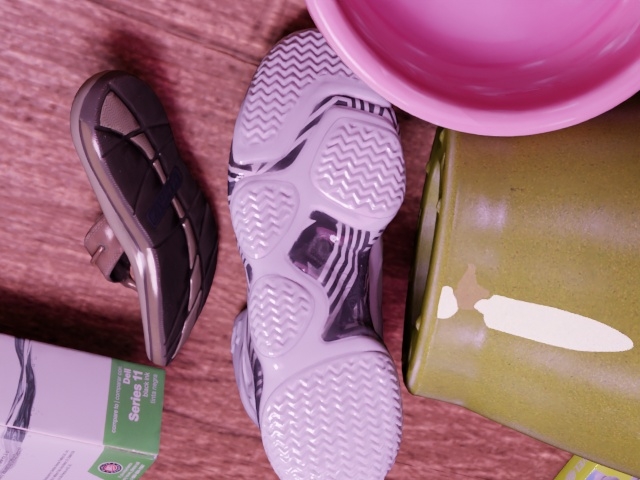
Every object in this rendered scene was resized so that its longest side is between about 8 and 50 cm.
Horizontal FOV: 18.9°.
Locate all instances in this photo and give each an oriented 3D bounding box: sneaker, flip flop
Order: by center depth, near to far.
[{"bbox_3d":[-0.153,-0.018,1.538,0.080,0.112,0.277,6,136,26],"label":"flip flop"},{"bbox_3d":[-0.013,0.020,1.556,0.137,0.210,0.365,-3,88,-9],"label":"sneaker"}]

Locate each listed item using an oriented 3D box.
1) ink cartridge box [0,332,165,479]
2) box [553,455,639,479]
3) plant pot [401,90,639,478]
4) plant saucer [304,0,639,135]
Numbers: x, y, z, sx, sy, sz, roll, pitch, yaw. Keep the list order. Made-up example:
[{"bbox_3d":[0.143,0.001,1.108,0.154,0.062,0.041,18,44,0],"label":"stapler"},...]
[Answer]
[{"bbox_3d":[-0.251,0.149,1.595,0.208,0.087,0.153,14,148,-19],"label":"ink cartridge box"},{"bbox_3d":[0.269,0.247,1.809,0.109,0.042,0.178,26,114,-23],"label":"box"},{"bbox_3d":[0.252,0.027,1.513,0.353,0.366,0.366,9,121,-2],"label":"plant pot"},{"bbox_3d":[0.133,-0.244,1.400,0.332,0.084,0.332,-2,101,-10],"label":"plant saucer"}]
